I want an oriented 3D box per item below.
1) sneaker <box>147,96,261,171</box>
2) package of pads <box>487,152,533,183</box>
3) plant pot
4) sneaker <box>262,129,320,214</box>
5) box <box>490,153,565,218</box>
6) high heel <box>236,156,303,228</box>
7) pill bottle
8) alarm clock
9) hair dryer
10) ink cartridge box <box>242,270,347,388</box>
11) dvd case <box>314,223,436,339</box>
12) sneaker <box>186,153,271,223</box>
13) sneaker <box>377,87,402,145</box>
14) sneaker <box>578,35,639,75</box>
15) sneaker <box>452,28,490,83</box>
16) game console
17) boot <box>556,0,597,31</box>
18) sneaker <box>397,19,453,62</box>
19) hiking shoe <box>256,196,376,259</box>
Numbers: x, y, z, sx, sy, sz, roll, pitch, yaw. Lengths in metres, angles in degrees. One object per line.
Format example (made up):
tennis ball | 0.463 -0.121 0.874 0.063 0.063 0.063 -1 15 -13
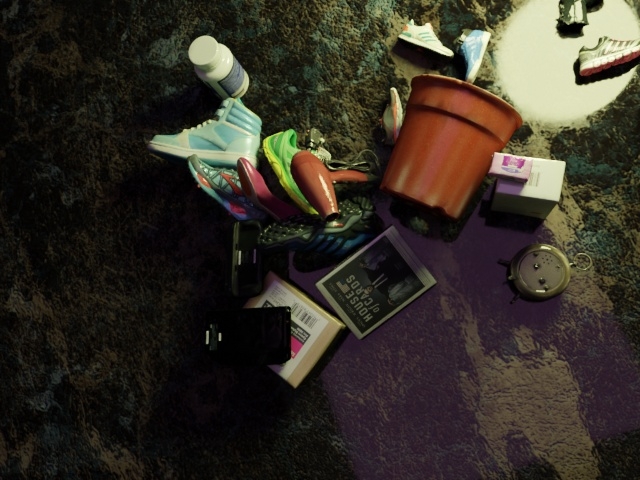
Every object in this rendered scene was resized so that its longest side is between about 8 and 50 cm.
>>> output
sneaker | -0.307 -0.303 1.411 0.319 0.127 0.208 10 83 6
package of pads | 0.399 -0.153 1.072 0.083 0.032 0.050 14 85 18
plant pot | 0.281 -0.198 1.182 0.272 0.272 0.265 25 94 17
sneaker | -0.043 -0.172 1.324 0.123 0.109 0.295 -34 75 6
box | 0.464 -0.119 1.155 0.130 0.170 0.091 11 83 16
high heel | -0.118 -0.117 1.288 0.117 0.082 0.244 -34 110 -21
pill bottle | -0.281 -0.473 1.402 0.112 0.187 0.112 -3 79 13
alarm clock | 0.520 0.068 1.164 0.192 0.064 0.129 -16 76 7
hair dryer | 0.038 -0.160 1.221 0.224 0.080 0.293 20 50 -1
ink cartridge box | -0.083 0.220 1.267 0.235 0.088 0.193 35 88 18
dvd case | 0.133 0.102 1.236 0.239 0.029 0.179 -38 95 4
sneaker | -0.231 -0.147 1.342 0.262 0.104 0.125 43 92 -15
sneaker | 0.177 -0.322 1.327 0.065 0.061 0.157 -5 77 20
sneaker | 0.701 -0.461 1.220 0.170 0.063 0.074 -18 81 15
sneaker | 0.373 -0.474 1.306 0.085 0.058 0.152 18 80 11
game console | -0.174 0.121 1.246 0.213 0.044 0.361 -4 76 15
boot | 0.654 -0.577 1.265 0.121 0.045 0.099 1 77 21
sneaker | 0.286 -0.531 1.340 0.161 0.057 0.075 31 93 20
hiking shoe | 0.000 0.000 1.228 0.304 0.113 0.132 -16 116 -7
